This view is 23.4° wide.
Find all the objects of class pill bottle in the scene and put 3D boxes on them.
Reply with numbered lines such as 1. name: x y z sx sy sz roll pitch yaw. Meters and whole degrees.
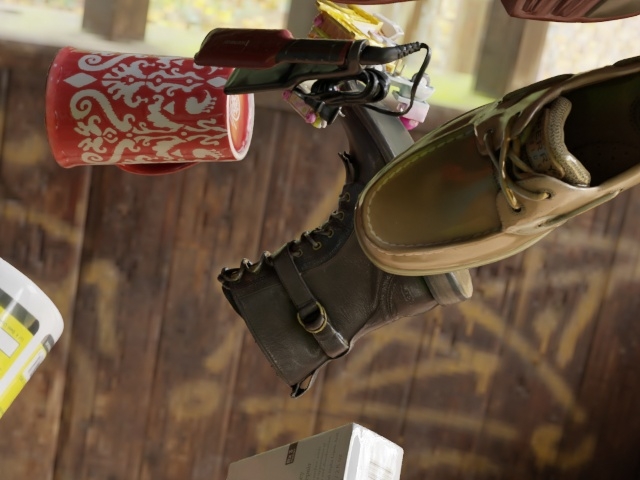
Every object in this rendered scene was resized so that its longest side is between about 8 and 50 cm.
1. pill bottle: -0.447 0.168 1.677 0.188 0.188 0.334 23 67 30

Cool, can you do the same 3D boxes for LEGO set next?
1. LEGO set: 0.026 -0.182 1.638 0.132 0.107 0.287 26 15 -15

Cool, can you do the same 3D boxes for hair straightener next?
1. hair straightener: 0.003 -0.134 1.231 0.230 0.047 0.089 2 -34 43

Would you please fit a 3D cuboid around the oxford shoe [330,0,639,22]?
1. oxford shoe: 0.061 -0.227 0.974 0.348 0.123 0.130 8 63 -19

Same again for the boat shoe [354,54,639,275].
1. boat shoe: 0.174 -0.072 1.196 0.341 0.121 0.110 -24 -12 13

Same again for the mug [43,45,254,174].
1. mug: -0.149 -0.120 1.433 0.169 0.113 0.150 2 -2 13

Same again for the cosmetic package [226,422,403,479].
1. cosmetic package: -0.017 0.294 1.746 0.085 0.231 0.117 32 52 -30

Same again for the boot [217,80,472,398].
1. boot: 0.000 0.000 1.486 0.229 0.263 0.091 -24 -2 19
